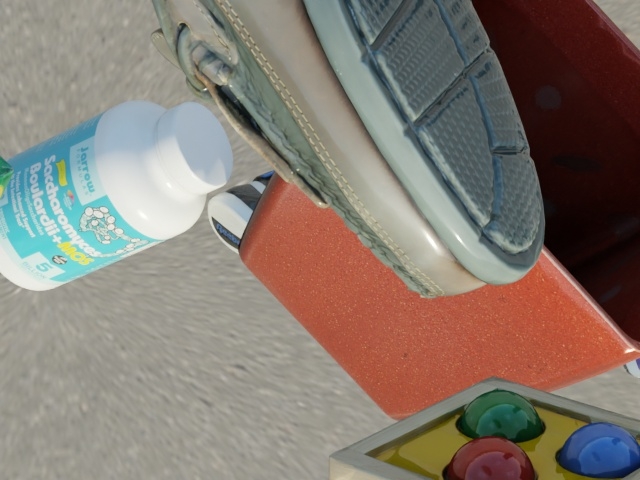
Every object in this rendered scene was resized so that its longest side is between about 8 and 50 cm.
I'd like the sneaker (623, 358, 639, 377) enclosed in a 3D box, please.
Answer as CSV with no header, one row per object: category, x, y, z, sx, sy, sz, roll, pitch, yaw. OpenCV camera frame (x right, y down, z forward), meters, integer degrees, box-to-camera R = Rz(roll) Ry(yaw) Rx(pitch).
sneaker,0.432,0.055,1.962,0.283,0.124,0.107,-49,128,-39

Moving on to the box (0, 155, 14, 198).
box,-0.291,-0.020,1.322,0.105,0.179,0.043,43,41,9

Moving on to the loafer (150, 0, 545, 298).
loafer,-0.027,-0.095,0.549,0.084,0.096,0.267,-25,102,29

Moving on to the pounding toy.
pounding toy,0.103,0.141,0.804,0.181,0.206,0.094,-20,116,-45

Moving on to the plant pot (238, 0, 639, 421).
plant pot,0.102,-0.028,1.333,0.267,0.236,0.267,47,40,-5

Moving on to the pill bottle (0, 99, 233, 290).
pill bottle,-0.219,-0.053,1.900,0.264,0.146,0.146,-23,93,31

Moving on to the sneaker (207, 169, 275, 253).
sneaker,0.000,0.000,1.846,0.121,0.079,0.217,-32,61,-30
